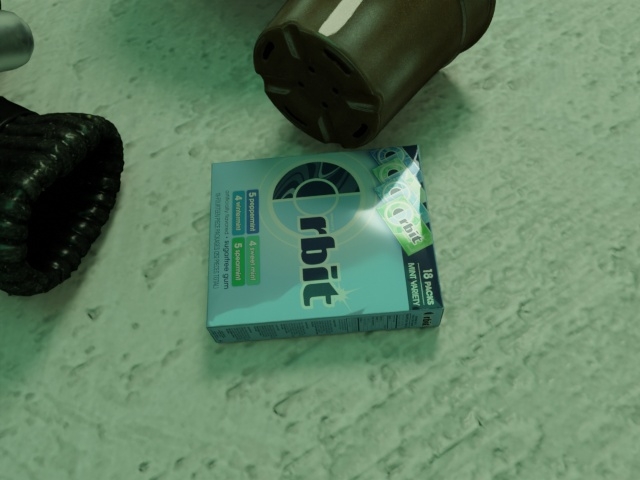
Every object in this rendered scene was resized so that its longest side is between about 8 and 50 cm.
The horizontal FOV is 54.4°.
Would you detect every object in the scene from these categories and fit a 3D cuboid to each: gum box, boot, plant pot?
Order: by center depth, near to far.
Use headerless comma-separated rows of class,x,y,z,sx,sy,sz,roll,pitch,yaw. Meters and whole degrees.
gum box,0.000,0.000,0.526,0.185,0.041,0.156,-4,62,2
plant pot,0.039,-0.178,0.538,0.167,0.167,0.165,28,65,18
boot,-0.300,-0.127,0.565,0.260,0.131,0.347,5,74,15

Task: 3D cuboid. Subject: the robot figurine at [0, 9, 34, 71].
robot figurine,-0.379,-0.165,0.417,0.354,0.299,0.200,3,18,15
